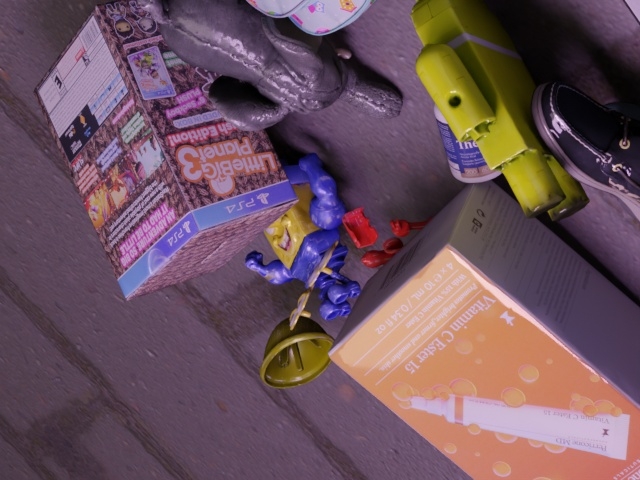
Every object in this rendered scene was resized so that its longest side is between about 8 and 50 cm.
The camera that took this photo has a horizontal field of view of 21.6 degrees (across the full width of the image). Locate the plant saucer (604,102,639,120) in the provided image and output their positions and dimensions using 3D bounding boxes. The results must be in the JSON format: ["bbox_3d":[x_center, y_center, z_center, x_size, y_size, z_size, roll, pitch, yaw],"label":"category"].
[{"bbox_3d":[0.319,-0.085,1.703,0.119,0.021,0.119,26,143,22],"label":"plant saucer"}]

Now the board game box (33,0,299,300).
[{"bbox_3d":[-0.188,-0.114,1.972,0.232,0.141,0.291,-37,75,55],"label":"board game box"}]

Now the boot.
[{"bbox_3d":[0.333,-0.100,1.579,0.236,0.085,0.178,36,140,-26],"label":"boot"}]

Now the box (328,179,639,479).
[{"bbox_3d":[0.219,0.134,1.827,0.345,0.168,0.215,40,124,-6],"label":"box"}]

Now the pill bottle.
[{"bbox_3d":[0.158,-0.126,1.775,0.067,0.067,0.120,11,135,37],"label":"pill bottle"}]

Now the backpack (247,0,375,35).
[{"bbox_3d":[-0.010,-0.302,1.689,0.188,0.144,0.166,44,140,-8],"label":"backpack"}]

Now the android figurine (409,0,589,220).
[{"bbox_3d":[0.166,-0.144,1.627,0.056,0.248,0.273,-33,77,21],"label":"android figurine"}]

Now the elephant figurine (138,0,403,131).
[{"bbox_3d":[-0.048,-0.198,1.799,0.239,0.186,0.169,45,163,14],"label":"elephant figurine"}]

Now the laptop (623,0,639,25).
[{"bbox_3d":[0.382,-0.173,1.280,0.408,0.236,0.382,-37,86,46],"label":"laptop"}]

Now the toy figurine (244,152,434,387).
[{"bbox_3d":[0.000,0.000,2.049,0.217,0.191,0.362,62,152,24],"label":"toy figurine"}]
